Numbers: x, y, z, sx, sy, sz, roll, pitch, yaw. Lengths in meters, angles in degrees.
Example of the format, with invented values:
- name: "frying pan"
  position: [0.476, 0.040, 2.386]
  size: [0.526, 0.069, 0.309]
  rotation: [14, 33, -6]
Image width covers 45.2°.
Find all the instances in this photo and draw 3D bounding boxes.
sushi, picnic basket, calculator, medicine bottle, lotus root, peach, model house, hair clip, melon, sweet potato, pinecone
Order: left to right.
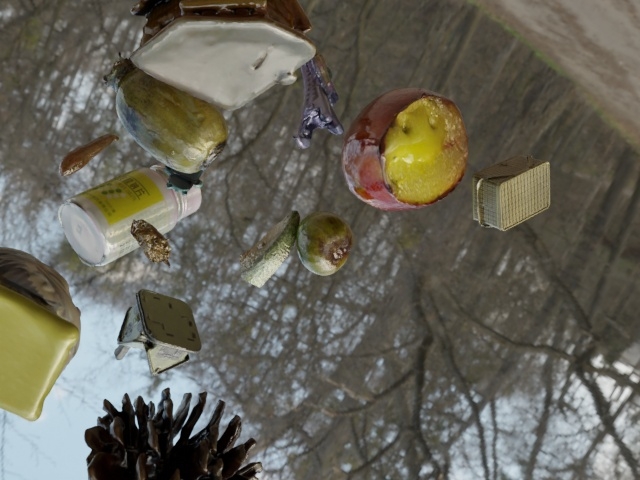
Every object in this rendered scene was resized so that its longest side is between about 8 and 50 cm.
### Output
- name: "sweet potato"
  position: [-0.577, -0.225, 1.929]
  size: [0.050, 0.050, 0.214]
  rotation: [29, -136, 12]
- name: "medicine bottle"
  position: [-0.548, -0.090, 2.250]
  size: [0.214, 0.213, 0.379]
  rotation: [33, -137, 25]
- name: "model house"
  position: [-0.525, 0.327, 2.335]
  size: [0.205, 0.278, 0.218]
  rotation: [22, -152, -37]
- name: "sushi"
  position: [-0.340, 0.006, 1.548]
  size: [0.118, 0.061, 0.060]
  rotation: [40, -174, -12]
- name: "lotus root"
  position: [-0.282, -0.234, 1.344]
  size: [0.278, 0.154, 0.154]
  rotation: [45, -163, 4]
- name: "pinecone"
  position: [-0.298, 0.480, 1.562]
  size: [0.398, 0.397, 0.397]
  rotation: [24, -165, -7]
- name: "calculator"
  position: [-0.305, -0.155, 1.740]
  size: [0.094, 0.019, 0.141]
  rotation: [26, -137, -12]
- name: "model house"
  position: [-0.146, -0.331, 1.143]
  size: [0.220, 0.199, 0.229]
  rotation: [30, -146, -41]
- name: "melon"
  position: [-0.109, 0.015, 1.730]
  size: [0.054, 0.182, 0.098]
  rotation: [34, -157, -36]
- name: "hair clip"
  position: [-0.002, -0.311, 1.617]
  size: [0.137, 0.090, 0.278]
  rotation: [49, -146, -51]
- name: "peach"
  position: [0.180, -0.192, 1.637]
  size: [0.281, 0.281, 0.338]
  rotation: [26, -165, 2]
- name: "picnic basket"
  position: [0.395, -0.101, 1.589]
  size: [0.164, 0.115, 0.079]
  rotation: [-25, -149, -28]

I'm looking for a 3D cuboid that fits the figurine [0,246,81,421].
- name: "figurine"
  position: [-0.575, 0.180, 1.338]
  size: [0.266, 0.361, 0.377]
  rotation: [45, 180, -12]

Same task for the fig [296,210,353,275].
- name: "fig"
  position: [0.009, 0.002, 1.700]
  size: [0.121, 0.136, 0.153]
  rotation: [0, -146, 18]
